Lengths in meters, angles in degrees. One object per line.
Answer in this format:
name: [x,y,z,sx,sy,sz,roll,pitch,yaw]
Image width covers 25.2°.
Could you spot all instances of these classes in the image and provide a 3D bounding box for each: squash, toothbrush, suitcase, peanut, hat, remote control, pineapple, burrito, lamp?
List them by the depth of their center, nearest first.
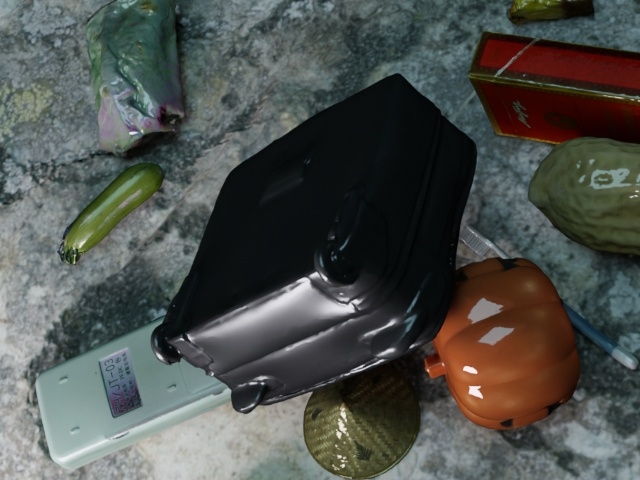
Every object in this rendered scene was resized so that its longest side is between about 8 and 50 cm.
lamp: [0.192,0.115,1.569,0.164,0.187,0.187,-19,60,-5]
peanut: [0.386,-0.045,1.605,0.291,0.159,0.143,13,113,34]
suitcase: [0.000,0.000,1.614,0.345,0.188,0.339,-28,35,43]
hat: [0.037,0.198,1.660,0.146,0.067,0.146,-9,63,18]
toothbrush: [0.261,0.066,1.665,0.025,0.019,0.276,-48,59,1]
remote control: [-0.208,0.169,1.775,0.296,0.056,0.140,-24,61,7]
pineapple: [0.300,-0.319,1.815,0.116,0.069,0.137,43,95,26]
squash: [-0.283,-0.039,1.910,0.183,0.052,0.052,-43,59,2]
burrito: [-0.257,-0.231,1.969,0.144,0.089,0.228,-20,59,14]

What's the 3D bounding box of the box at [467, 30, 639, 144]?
box: [0.308,-0.167,1.681,0.240,0.153,0.074,12,75,25]
